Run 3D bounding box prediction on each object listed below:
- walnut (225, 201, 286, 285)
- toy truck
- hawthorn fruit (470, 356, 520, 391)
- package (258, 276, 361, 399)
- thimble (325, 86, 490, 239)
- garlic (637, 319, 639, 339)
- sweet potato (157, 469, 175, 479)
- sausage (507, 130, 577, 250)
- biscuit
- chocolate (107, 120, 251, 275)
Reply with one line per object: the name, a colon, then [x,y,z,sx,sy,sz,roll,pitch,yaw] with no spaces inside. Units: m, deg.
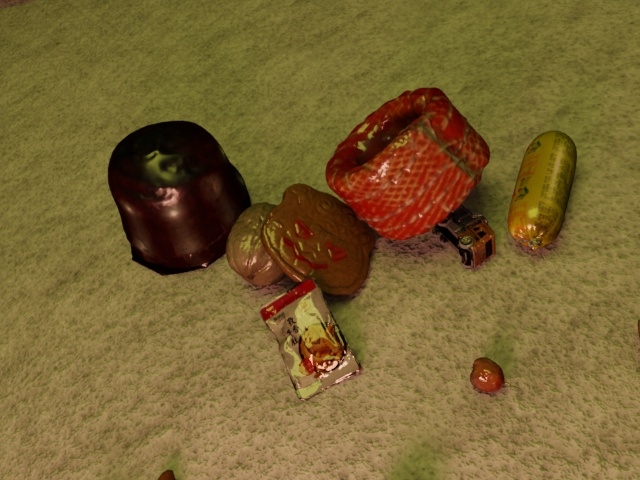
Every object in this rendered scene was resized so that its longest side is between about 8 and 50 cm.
walnut: [-0.138,0.004,1.811,0.178,0.178,0.230,-2,52,19]
toy truck: [0.326,-0.026,1.718,0.092,0.083,0.192,-29,47,-10]
hawthorn fruit: [0.351,0.275,1.480,0.103,0.067,0.067,18,60,18]
package: [-0.028,0.216,1.635,0.154,0.030,0.239,-30,70,6]
thimble: [0.194,-0.174,1.712,0.350,0.230,0.350,-38,23,19]
garlic: [0.684,0.250,1.337,0.143,0.112,0.318,-9,39,-16]
sweet potato: [-0.282,0.606,1.418,0.112,0.112,0.359,-30,52,-4]
sausage: [0.511,-0.122,1.699,0.123,0.123,0.347,6,55,25]
biscuit: [0.001,-0.001,1.745,0.273,0.049,0.257,34,56,-7]
chocolate: [-0.396,-0.140,1.928,0.383,0.331,0.384,-11,51,14]
